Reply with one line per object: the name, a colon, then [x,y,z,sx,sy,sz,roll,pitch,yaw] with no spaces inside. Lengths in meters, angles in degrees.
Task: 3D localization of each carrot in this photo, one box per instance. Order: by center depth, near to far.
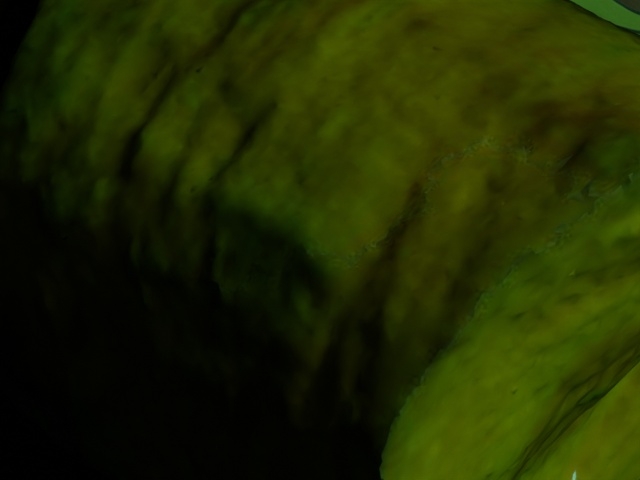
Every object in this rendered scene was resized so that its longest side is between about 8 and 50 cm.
carrot: [0.000,0.000,0.697,0.241,0.340,0.242,-25,129,-37]

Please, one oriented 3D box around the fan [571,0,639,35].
fan: [0.142,-0.168,1.027,0.335,0.011,0.230,12,34,-36]
